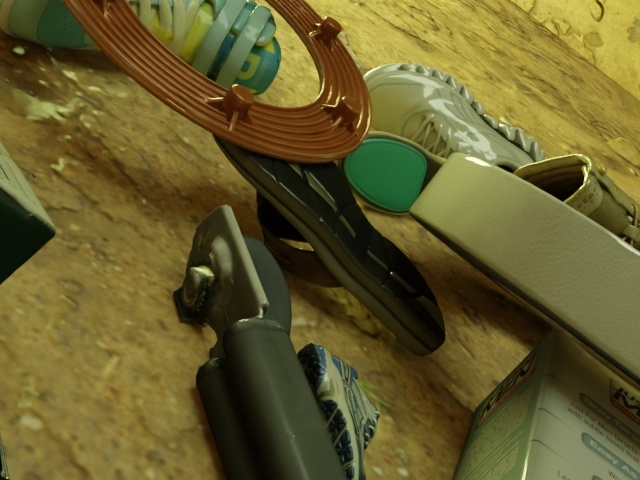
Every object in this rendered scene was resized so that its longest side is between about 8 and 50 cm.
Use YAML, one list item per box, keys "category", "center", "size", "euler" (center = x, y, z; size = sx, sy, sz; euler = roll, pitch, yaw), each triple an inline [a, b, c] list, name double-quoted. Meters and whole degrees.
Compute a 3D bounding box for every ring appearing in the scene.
- category: "ring"
  center: [-0.083, -0.204, 0.749]
  size: [0.336, 0.032, 0.337]
  euler: [28, 35, -22]

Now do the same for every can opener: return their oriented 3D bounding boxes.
- category: "can opener"
  center: [-0.027, 0.091, 0.550]
  size: [0.095, 0.076, 0.284]
  euler: [10, 39, -37]

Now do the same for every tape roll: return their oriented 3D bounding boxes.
- category: "tape roll"
  center: [0.250, 0.064, 0.730]
  size: [0.392, 0.072, 0.392]
  euler: [37, 4, -3]

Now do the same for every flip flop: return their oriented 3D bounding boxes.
- category: "flip flop"
  center: [0.000, 0.000, 0.722]
  size: [0.277, 0.080, 0.112]
  euler: [48, 28, -11]

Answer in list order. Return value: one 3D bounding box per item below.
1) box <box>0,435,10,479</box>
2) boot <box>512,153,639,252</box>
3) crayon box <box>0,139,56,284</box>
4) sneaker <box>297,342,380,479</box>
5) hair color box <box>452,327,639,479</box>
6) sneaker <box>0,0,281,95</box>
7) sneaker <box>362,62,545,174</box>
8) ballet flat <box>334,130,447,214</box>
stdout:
- category: "box"
  center: [-0.245, 0.081, 0.367]
  size: [0.190, 0.045, 0.184]
  euler: [7, 37, -40]
- category: "boot"
  center: [0.326, 0.004, 0.838]
  size: [0.203, 0.095, 0.262]
  euler: [36, -3, -31]
- category: "crayon box"
  center: [-0.283, -0.113, 0.440]
  size: [0.323, 0.083, 0.203]
  euler: [46, -3, 42]
- category: "sneaker"
  center: [0.019, 0.128, 0.570]
  size: [0.058, 0.052, 0.135]
  euler: [25, 31, -27]
- category: "hair color box"
  center: [0.170, 0.225, 0.521]
  size: [0.185, 0.114, 0.374]
  euler: [37, 29, 4]
- category: "sneaker"
  center: [-0.151, -0.212, 0.815]
  size: [0.208, 0.127, 0.319]
  euler: [38, 30, 6]
- category: "sneaker"
  center: [0.171, -0.124, 1.057]
  size: [0.292, 0.110, 0.118]
  euler: [26, 39, -16]
- category: "ballet flat"
  center: [0.103, -0.069, 0.935]
  size: [0.248, 0.086, 0.086]
  euler: [16, 34, -34]
